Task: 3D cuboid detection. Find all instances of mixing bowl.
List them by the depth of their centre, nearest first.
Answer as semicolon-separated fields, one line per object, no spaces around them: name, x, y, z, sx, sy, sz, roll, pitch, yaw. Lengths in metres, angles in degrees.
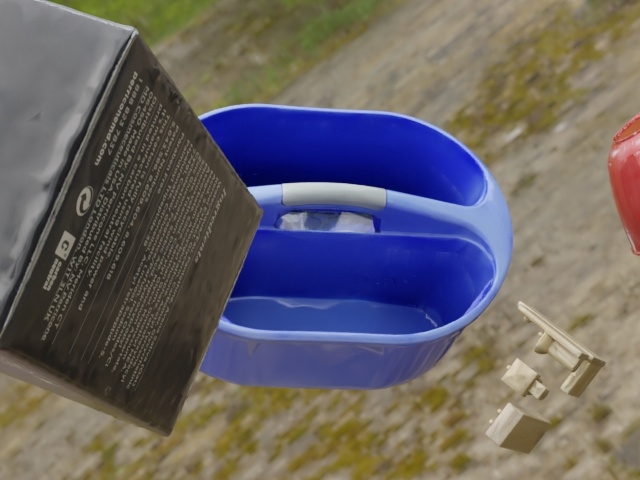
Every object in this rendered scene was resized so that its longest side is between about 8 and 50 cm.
mixing bowl;0.332;-0.079;1.357;0.181;0.098;0.181;-38;6;5

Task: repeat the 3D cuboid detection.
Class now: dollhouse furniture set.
dollhouse furniture set;0.247;0.168;1.857;0.151;0.123;0.144;-54;-28;6

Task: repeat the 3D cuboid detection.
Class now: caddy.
caddy;0.000;0.000;1.340;0.179;0.341;0.241;106;164;-58

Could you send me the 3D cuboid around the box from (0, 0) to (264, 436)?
box;-0.125;-0.014;0.546;0.207;0.153;0.108;57;-127;-71
